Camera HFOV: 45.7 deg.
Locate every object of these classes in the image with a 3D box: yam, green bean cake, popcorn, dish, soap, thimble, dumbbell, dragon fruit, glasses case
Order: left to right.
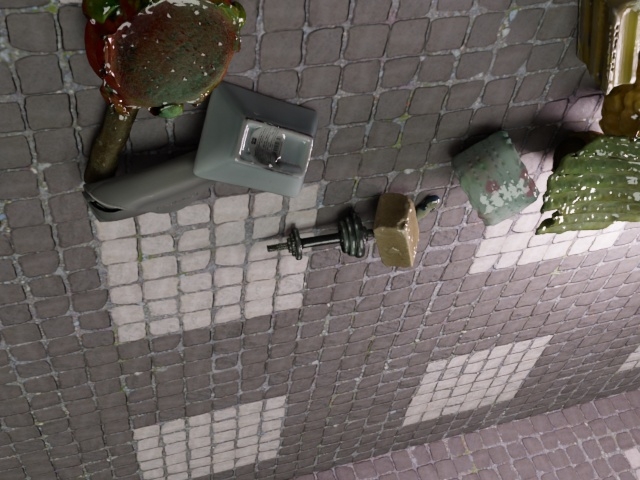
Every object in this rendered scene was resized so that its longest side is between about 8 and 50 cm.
[{"bbox_3d":[-0.371,-0.195,1.371,0.061,0.061,0.253,5,137,-32],"label":"yam"},{"bbox_3d":[-0.246,-0.325,1.202,0.268,0.130,0.295,1,139,-28],"label":"dragon fruit"},{"bbox_3d":[-0.296,-0.102,1.463,0.308,0.083,0.128,-23,160,-20],"label":"glasses case"},{"bbox_3d":[-0.102,-0.181,1.434,0.243,0.080,0.182,11,98,-36],"label":"dish"},{"bbox_3d":[0.000,0.000,1.789,0.254,0.110,0.110,-9,143,-6],"label":"dumbbell"},{"bbox_3d":[0.184,-0.022,1.821,0.085,0.109,0.179,6,147,17],"label":"green bean cake"},{"bbox_3d":[0.403,-0.142,1.742,0.149,0.185,0.211,-30,178,16],"label":"thimble"},{"bbox_3d":[0.570,-0.415,1.496,0.076,0.135,0.233,-23,144,3],"label":"soap"},{"bbox_3d":[0.753,-0.303,1.694,0.250,0.190,0.250,-17,141,-14],"label":"popcorn"}]

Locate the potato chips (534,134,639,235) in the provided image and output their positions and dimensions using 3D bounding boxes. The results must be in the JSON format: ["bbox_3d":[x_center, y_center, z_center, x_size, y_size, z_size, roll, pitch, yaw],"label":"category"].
[{"bbox_3d":[0.683,-0.104,1.720,0.389,0.097,0.373,-9,151,9],"label":"potato chips"}]

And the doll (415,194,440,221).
[{"bbox_3d":[0.248,-0.068,1.879,0.037,0.027,0.125,15,131,-40],"label":"doll"}]

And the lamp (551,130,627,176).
[{"bbox_3d":[0.661,-0.181,1.836,0.185,0.161,0.161,9,135,-36],"label":"lamp"}]
